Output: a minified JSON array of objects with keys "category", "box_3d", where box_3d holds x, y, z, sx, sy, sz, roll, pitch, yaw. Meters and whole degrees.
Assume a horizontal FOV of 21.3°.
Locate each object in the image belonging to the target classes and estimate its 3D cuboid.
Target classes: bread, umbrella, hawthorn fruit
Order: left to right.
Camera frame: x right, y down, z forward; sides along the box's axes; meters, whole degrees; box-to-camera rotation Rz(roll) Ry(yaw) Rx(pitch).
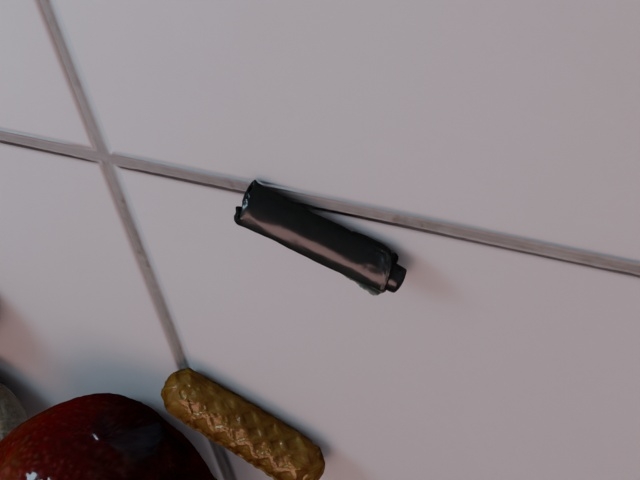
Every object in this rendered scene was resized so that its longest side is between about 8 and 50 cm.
[{"category":"hawthorn fruit","box_3d":[-0.225,0.262,1.526,0.266,0.210,0.230,-19,78,32]},{"category":"bread","box_3d":[-0.066,0.162,1.457,0.157,0.044,0.052,31,151,1]},{"category":"umbrella","box_3d":[0.000,-0.001,1.218,0.133,0.031,0.036,26,147,6]}]

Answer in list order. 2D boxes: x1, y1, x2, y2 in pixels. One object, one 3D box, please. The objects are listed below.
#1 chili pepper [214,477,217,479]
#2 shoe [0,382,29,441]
[{"category":"chili pepper","box_3d":[-0.133,0.219,1.602,0.083,0.017,0.030,15,144,21]},{"category":"shoe","box_3d":[-0.423,0.212,1.702,0.351,0.172,0.198,-11,167,22]}]
